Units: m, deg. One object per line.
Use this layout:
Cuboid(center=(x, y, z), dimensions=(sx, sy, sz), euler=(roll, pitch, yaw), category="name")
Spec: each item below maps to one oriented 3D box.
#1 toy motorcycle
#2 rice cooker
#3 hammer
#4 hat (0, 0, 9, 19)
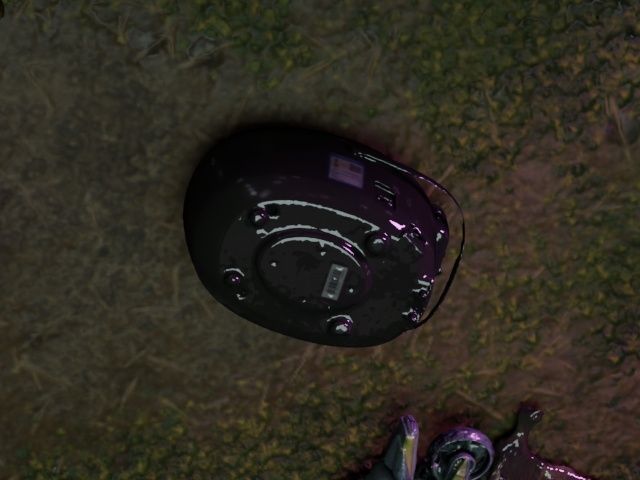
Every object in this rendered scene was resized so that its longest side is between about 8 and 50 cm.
Cuboid(center=(0.059, 0.216, 1.558), dimensions=(0.124, 0.061, 0.193), euler=(6, 125, -15), category="toy motorcycle")
Cuboid(center=(0.001, 0.000, 1.409), dimensions=(0.203, 0.118, 0.142), euler=(15, 115, -8), category="rice cooker")
Cuboid(center=(0.267, 0.223, 1.597), dimensions=(0.297, 0.027, 0.125), euler=(19, 114, -14), category="hammer")
Cuboid(center=(-0.243, -0.180, 1.333), dimensions=(0.076, 0.059, 0.077), euler=(-37, 110, 9), category="hat")
